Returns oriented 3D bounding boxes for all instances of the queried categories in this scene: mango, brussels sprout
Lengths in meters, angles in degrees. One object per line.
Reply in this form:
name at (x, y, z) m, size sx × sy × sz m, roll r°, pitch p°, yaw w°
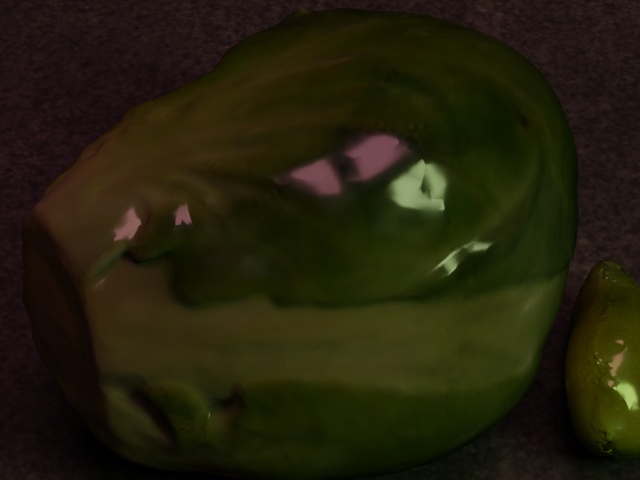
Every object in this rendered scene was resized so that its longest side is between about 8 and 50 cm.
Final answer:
mango at (0.205, 0.079, 1.266) m, size 0.074 × 0.091 × 0.165 m, roll -1°, pitch 44°, yaw 10°
brussels sprout at (0.000, 0.000, 1.201) m, size 0.371 × 0.275 × 0.315 m, roll -31°, pitch 50°, yaw -30°
